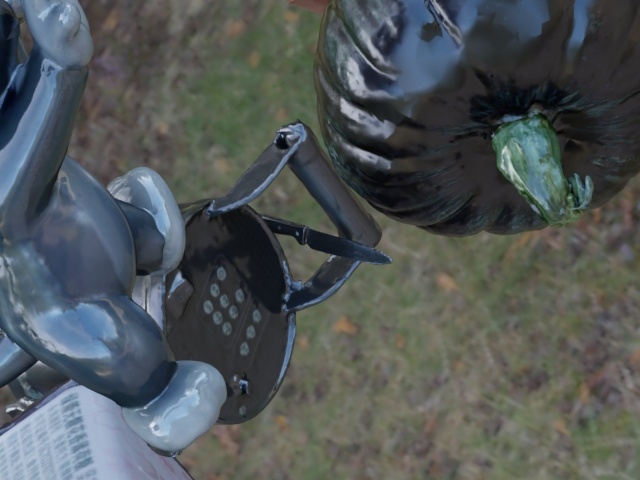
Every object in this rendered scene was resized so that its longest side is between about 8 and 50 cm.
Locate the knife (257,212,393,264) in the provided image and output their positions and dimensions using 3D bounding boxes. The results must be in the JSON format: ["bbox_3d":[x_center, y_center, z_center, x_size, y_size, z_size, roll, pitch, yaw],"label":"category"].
[{"bbox_3d":[0.000,0.000,1.434,0.170,0.023,0.010,16,34,38],"label":"knife"}]

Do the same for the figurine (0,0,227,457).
[{"bbox_3d":[-0.141,-0.033,0.593,0.140,0.265,0.193,-26,16,-4],"label":"figurine"}]

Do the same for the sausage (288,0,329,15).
[{"bbox_3d":[0.034,-0.242,1.509,0.088,0.433,0.088,-10,74,36],"label":"sausage"}]

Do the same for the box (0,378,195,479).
[{"bbox_3d":[-0.093,0.244,0.877,0.112,0.190,0.369,-35,30,1],"label":"box"}]

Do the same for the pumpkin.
[{"bbox_3d":[0.088,-0.087,0.769,0.194,0.194,0.150,-50,10,17],"label":"pumpkin"}]

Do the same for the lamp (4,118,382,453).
[{"bbox_3d":[-0.165,0.060,1.443,0.272,0.205,0.374,16,63,42],"label":"lamp"}]
